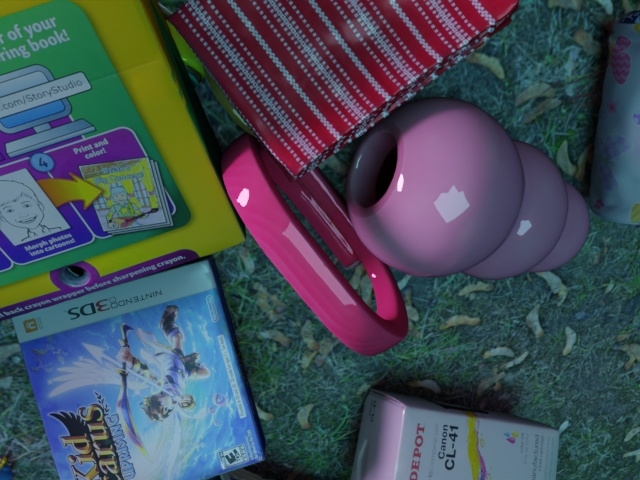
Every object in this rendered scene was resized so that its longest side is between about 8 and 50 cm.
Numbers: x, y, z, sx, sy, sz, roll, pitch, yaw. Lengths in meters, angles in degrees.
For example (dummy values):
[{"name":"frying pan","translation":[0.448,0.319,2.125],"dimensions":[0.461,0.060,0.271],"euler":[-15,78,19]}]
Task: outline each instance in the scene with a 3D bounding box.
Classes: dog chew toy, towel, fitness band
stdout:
[{"name":"dog chew toy","translation":[0.200,-0.044,0.602],"dimensions":[0.331,0.207,0.207],"euler":[13,111,-26]},{"name":"towel","translation":[0.024,-0.211,0.455],"dimensions":[0.274,0.031,0.199],"euler":[-36,99,5]},{"name":"fitness band","translation":[0.000,0.000,0.553],"dimensions":[0.054,0.209,0.291],"euler":[-35,105,19]}]

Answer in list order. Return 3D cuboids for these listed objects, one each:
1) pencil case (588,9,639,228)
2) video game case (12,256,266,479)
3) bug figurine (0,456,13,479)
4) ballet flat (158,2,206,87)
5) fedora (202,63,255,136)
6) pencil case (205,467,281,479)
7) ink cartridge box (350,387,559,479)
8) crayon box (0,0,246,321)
[{"name":"pencil case","translation":[0.434,-0.157,0.639],"dimensions":[0.113,0.124,0.273],"euler":[-10,116,-9]},{"name":"video game case","translation":[-0.222,0.182,0.620],"dimensions":[0.244,0.061,0.270],"euler":[-16,92,-5]},{"name":"bug figurine","translation":[-0.434,0.450,0.728],"dimensions":[0.279,0.072,0.216],"euler":[37,98,-12]},{"name":"ballet flat","translation":[-0.223,-0.226,0.493],"dimensions":[0.230,0.077,0.077],"euler":[13,89,-21]},{"name":"fedora","translation":[-0.036,-0.190,0.528],"dimensions":[0.194,0.079,0.195],"euler":[-1,92,-14]},{"name":"pencil case","translation":[-0.089,0.449,0.771],"dimensions":[0.410,0.160,0.184],"euler":[32,108,-23]},{"name":"ink cartridge box","translation":[0.215,0.383,0.782],"dimensions":[0.306,0.131,0.226],"euler":[15,79,-20]},{"name":"crayon box","translation":[-0.294,-0.084,0.464],"dimensions":[0.362,0.106,0.313],"euler":[-18,131,-1]}]
